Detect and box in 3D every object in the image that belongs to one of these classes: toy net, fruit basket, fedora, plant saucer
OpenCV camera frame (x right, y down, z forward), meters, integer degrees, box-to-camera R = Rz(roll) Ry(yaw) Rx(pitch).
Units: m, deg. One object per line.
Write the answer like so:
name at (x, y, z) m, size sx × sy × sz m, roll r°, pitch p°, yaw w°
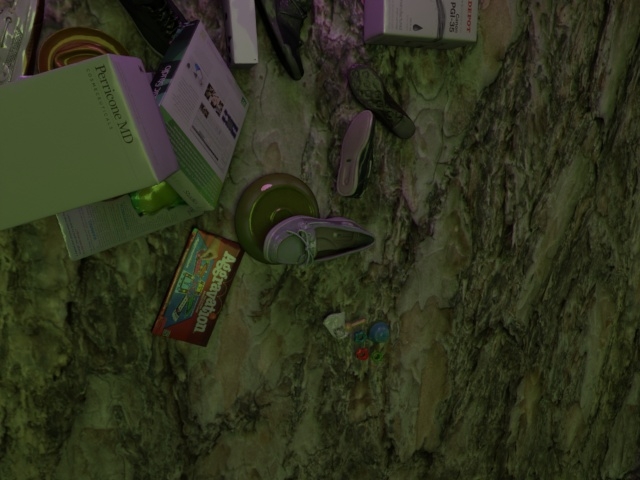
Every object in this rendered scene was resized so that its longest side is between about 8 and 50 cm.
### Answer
toy net at (0.097, 0.273, 1.388) m, size 0.232 × 0.045 × 0.122 m, roll 22°, pitch 94°, yaw -22°
fruit basket at (-0.396, -0.167, 0.970) m, size 0.353 × 0.165 × 0.327 m, roll -28°, pitch 114°, yaw -49°
fedora at (-0.490, -0.360, 1.006) m, size 0.194 × 0.079 × 0.195 m, roll -4°, pitch 102°, yaw -20°
plant saucer at (-0.101, -0.052, 1.231) m, size 0.240 × 0.037 × 0.241 m, roll -6°, pitch 102°, yaw -27°

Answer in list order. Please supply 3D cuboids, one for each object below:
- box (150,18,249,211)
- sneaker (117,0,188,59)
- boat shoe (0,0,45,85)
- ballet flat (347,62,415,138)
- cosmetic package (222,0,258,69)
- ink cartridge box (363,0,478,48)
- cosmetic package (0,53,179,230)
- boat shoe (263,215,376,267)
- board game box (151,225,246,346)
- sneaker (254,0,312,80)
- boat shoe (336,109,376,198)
box at (-0.256, -0.255, 0.988) m, size 0.232 × 0.058 × 0.322 m, roll 58°, pitch 34°, yaw -50°
sneaker at (-0.343, -0.483, 1.004) m, size 0.104 × 0.147 × 0.296 m, roll -45°, pitch 114°, yaw -10°
boat shoe at (-0.610, -0.409, 0.938) m, size 0.096 × 0.098 × 0.277 m, roll 13°, pitch 97°, yaw -24°
ballet flat at (0.163, -0.371, 1.283) m, size 0.250 × 0.058 × 0.084 m, roll 41°, pitch 106°, yaw -18°
cosmetic package at (-0.187, -0.520, 1.084) m, size 0.060 × 0.099 × 0.239 m, roll -7°, pitch 103°, yaw -21°
ink cartridge box at (0.261, -0.617, 1.231) m, size 0.282 × 0.117 × 0.208 m, roll -5°, pitch 102°, yaw -20°
cosmetic package at (-0.433, -0.138, 0.735) m, size 0.365 × 0.155 × 0.197 m, roll -17°, pitch 108°, yaw 3°
boat shoe at (0.001, 0.002, 1.214) m, size 0.320 × 0.103 × 0.118 m, roll -5°, pitch 108°, yaw -41°
board game box at (-0.305, 0.120, 1.205) m, size 0.145 × 0.027 × 0.282 m, roll 21°, pitch 92°, yaw -25°
sneaker at (-0.061, -0.508, 1.142) m, size 0.130 × 0.087 × 0.228 m, roll -23°, pitch 103°, yaw -9°
boat shoe at (0.105, -0.228, 1.279) m, size 0.079 × 0.084 × 0.233 m, roll 9°, pitch 94°, yaw -46°
